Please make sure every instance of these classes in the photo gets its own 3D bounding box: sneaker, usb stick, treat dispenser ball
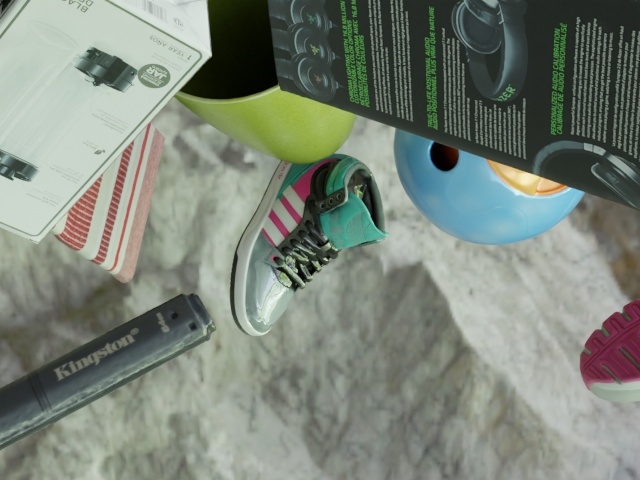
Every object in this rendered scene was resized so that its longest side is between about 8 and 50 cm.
[{"bbox_3d":[0.000,0.000,1.717,0.178,0.124,0.296,0,-120,38],"label":"sneaker"},{"bbox_3d":[-0.247,0.141,1.359,0.278,0.045,0.077,-27,-145,-10],"label":"usb stick"},{"bbox_3d":[0.248,-0.137,1.781,0.288,0.288,0.288,0,-143,0],"label":"treat dispenser ball"},{"bbox_3d":[0.359,0.109,1.123,0.252,0.111,0.103,-12,-144,1],"label":"sneaker"}]

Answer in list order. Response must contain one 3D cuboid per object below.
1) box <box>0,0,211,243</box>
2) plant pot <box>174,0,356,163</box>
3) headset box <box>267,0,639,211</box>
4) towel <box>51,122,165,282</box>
[{"bbox_3d":[-0.250,-0.138,1.132,0.169,0.290,0.087,25,-143,-31],"label":"box"},{"bbox_3d":[-0.057,-0.226,1.614,0.274,0.293,0.275,-7,-115,14],"label":"plant pot"},{"bbox_3d":[0.134,-0.166,0.747,0.283,0.131,0.246,22,-133,30],"label":"headset box"},{"bbox_3d":[-0.305,-0.088,1.767,0.037,0.329,0.237,8,-102,12],"label":"towel"}]
